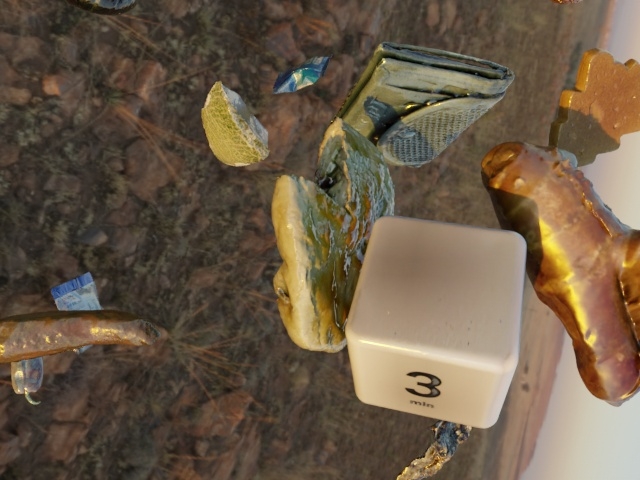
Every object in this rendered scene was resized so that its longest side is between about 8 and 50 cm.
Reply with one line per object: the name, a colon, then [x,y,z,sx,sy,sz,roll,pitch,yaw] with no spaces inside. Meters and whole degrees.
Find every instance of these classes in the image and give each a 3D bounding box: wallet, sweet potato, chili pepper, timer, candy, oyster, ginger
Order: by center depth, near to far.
timer: [0.150,0.106,0.743,0.195,0.192,0.194,80,24,-51]
ginger: [0.412,0.011,0.839,0.418,0.254,0.176,59,12,10]
sweet potato: [-0.388,0.142,0.884,0.075,0.273,0.075,176,-90,-80]
wallet: [0.152,-0.211,1.019,0.342,0.237,0.075,134,-42,-66]
chili pepper: [-0.528,0.218,1.026,0.050,0.041,0.153,8,66,-51]
candy: [-0.043,-0.349,1.200,0.038,0.136,0.088,55,36,-39]
oyster: [0.280,0.534,1.435,0.223,0.083,0.214,-55,154,13]

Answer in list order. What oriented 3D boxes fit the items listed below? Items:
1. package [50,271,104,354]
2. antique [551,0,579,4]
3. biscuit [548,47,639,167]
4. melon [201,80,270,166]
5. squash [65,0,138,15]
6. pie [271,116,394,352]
package: [-0.585,0.175,1.417,0.171,0.027,0.173,-46,116,-75]
antique: [0.441,-0.469,1.012,0.104,0.104,0.104,-42,138,-54]
biscuit: [0.496,-0.224,1.041,0.212,0.041,0.238,34,100,-31]
melon: [-0.144,-0.205,1.075,0.093,0.139,0.202,-45,159,-23]
squash: [-0.474,-0.562,1.210,0.193,0.156,0.193,45,23,-26]
pie: [0.029,0.001,0.815,0.337,0.075,0.337,-11,103,-61]
